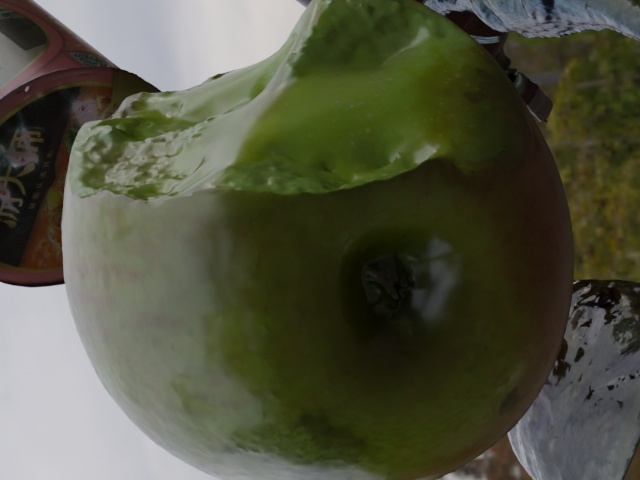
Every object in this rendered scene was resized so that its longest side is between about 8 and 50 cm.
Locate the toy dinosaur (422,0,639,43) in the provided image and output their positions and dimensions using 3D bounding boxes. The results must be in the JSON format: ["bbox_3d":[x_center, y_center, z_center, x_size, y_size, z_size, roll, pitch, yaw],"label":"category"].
[{"bbox_3d":[0.133,-0.179,0.880,0.147,0.076,0.363,67,165,-18],"label":"toy dinosaur"}]

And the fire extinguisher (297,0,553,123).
[{"bbox_3d":[0.077,-0.206,1.194,0.337,0.106,0.147,37,-170,-4],"label":"fire extinguisher"}]

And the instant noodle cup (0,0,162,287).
[{"bbox_3d":[-0.283,-0.120,1.249,0.255,0.244,0.244,47,164,39],"label":"instant noodle cup"}]

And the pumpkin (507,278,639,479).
[{"bbox_3d":[0.208,0.158,1.148,0.169,0.148,0.312,-58,-18,-28],"label":"pumpkin"}]

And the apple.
[{"bbox_3d":[0.000,0.000,0.626,0.226,0.246,0.246,-122,22,-77],"label":"apple"}]
